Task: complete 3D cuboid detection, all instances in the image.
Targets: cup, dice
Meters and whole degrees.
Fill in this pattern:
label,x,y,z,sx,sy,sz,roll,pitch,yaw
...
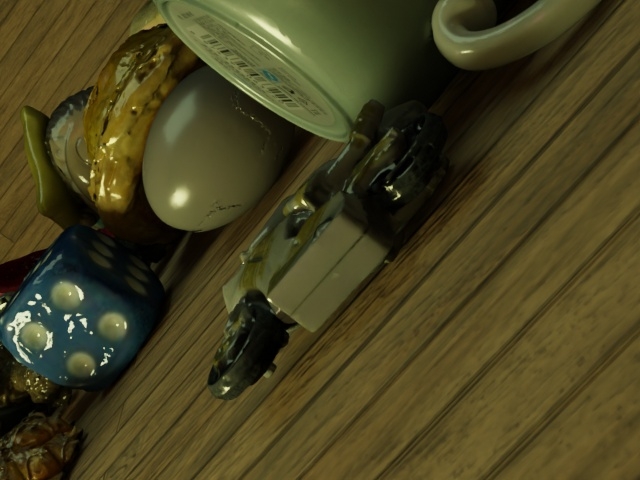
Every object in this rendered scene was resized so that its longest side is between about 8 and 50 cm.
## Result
label,x,y,z,sx,sy,sz,roll,pitch,yaw
cup,0.058,-0.215,0.695,0.356,0.259,0.274,30,84,43
dice,-0.271,0.078,1.119,0.146,0.146,0.143,-50,18,11

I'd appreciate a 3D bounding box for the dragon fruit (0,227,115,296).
label,x,y,z,sx,sy,sz,roll,pitch,yaw
dragon fruit,-0.402,0.094,1.489,0.262,0.134,0.211,-21,19,-24

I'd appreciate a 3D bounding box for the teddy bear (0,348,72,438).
label,x,y,z,sx,sy,sz,roll,pitch,yaw
teddy bear,-0.391,0.198,1.200,0.129,0.182,0.251,59,142,29

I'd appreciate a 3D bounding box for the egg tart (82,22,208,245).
label,x,y,z,sx,sy,sz,roll,pitch,yaw
egg tart,-0.186,-0.149,1.195,0.341,0.129,0.341,-52,-22,-31

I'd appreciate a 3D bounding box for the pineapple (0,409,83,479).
label,x,y,z,sx,sy,sz,roll,pitch,yaw
pineapple,-0.340,0.269,1.037,0.225,0.076,0.225,-46,17,19

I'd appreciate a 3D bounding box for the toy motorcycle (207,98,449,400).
label,x,y,z,sx,sy,sz,roll,pitch,yaw
toy motorcycle,0.000,0.000,0.640,0.225,0.073,0.152,-51,13,11

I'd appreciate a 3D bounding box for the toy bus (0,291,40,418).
label,x,y,z,sx,sy,sz,roll,pitch,yaw
toy bus,-0.466,0.226,1.353,0.329,0.153,0.143,-52,14,9

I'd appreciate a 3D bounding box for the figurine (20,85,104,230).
label,x,y,z,sx,sy,sz,roll,pitch,yaw
figurine,-0.322,-0.162,1.820,0.377,0.266,0.361,-20,-9,4

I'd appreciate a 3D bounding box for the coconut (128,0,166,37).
label,x,y,z,sx,sy,sz,roll,pitch,yaw
coconut,-0.187,-0.309,1.580,0.245,0.233,0.233,-22,34,54

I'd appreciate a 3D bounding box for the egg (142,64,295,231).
label,x,y,z,sx,sy,sz,roll,pitch,yaw
egg,-0.109,-0.101,1.037,0.199,0.146,0.146,-63,17,-7

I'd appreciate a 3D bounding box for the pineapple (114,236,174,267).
label,x,y,z,sx,sy,sz,roll,pitch,yaw
pineapple,-0.243,-0.003,1.330,0.108,0.108,0.198,-38,35,43
